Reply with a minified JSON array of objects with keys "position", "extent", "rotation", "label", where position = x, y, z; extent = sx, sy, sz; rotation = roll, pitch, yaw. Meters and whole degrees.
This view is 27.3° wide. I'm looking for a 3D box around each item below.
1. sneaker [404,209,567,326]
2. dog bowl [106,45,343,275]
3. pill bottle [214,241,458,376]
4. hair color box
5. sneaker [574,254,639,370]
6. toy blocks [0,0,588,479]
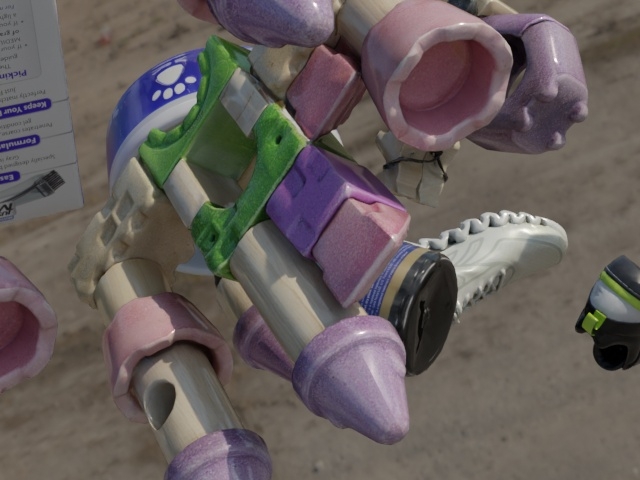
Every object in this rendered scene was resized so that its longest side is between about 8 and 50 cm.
[{"position":[0.149,0.047,1.504],"extent":[0.292,0.110,0.118],"rotation":[-12,54,-9],"label":"sneaker"},{"position":[-0.106,-0.085,1.475],"extent":[0.265,0.265,0.104],"rotation":[-21,47,6],"label":"dog bowl"},{"position":[0.012,0.044,1.276],"extent":[0.219,0.123,0.123],"rotation":[16,39,27],"label":"pill bottle"},{"position":[-0.340,-0.161,1.251],"extent":[0.185,0.339,0.110],"rotation":[-13,47,-15],"label":"hair color box"},{"position":[0.298,0.080,1.278],"extent":[0.084,0.234,0.097],"rotation":[42,97,32],"label":"sneaker"},{"position":[0.000,0.000,0.650],"extent":[0.288,0.309,0.260],"rotation":[-55,44,17],"label":"toy blocks"}]
